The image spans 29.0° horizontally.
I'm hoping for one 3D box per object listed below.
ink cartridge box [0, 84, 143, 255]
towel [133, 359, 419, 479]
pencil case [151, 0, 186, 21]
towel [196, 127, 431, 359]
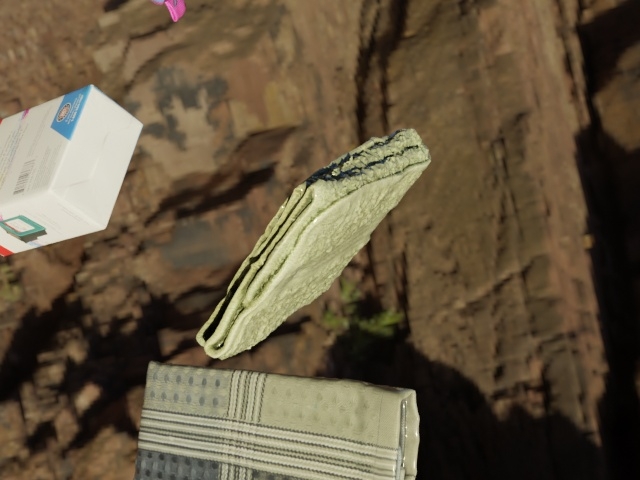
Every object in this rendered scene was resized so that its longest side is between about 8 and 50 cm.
[{"bbox_3d":[-0.305,-0.067,1.313,0.078,0.231,0.134,37,56,-36],"label":"ink cartridge box"},{"bbox_3d":[-0.049,0.268,1.075,0.056,0.324,0.312,11,83,-49],"label":"towel"},{"bbox_3d":[-0.197,-0.274,0.987,0.236,0.104,0.104,30,27,-8],"label":"pencil case"},{"bbox_3d":[0.000,0.000,0.604,0.027,0.110,0.148,40,26,8],"label":"towel"}]
